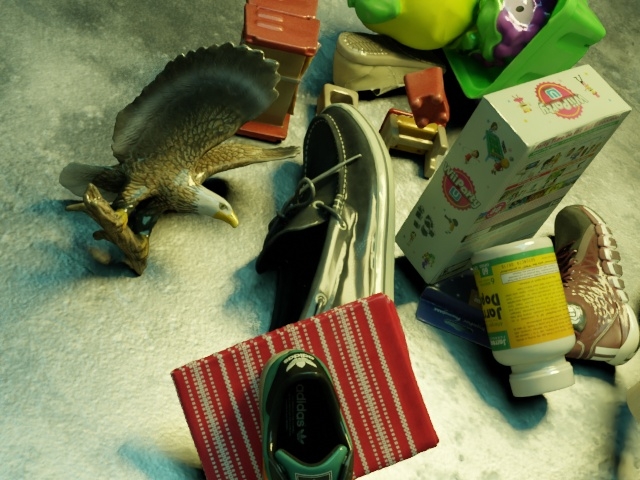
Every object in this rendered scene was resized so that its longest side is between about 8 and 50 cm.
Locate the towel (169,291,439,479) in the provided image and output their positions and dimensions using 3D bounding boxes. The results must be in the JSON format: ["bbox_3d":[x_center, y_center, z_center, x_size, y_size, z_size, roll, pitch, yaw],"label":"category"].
[{"bbox_3d":[-0.014,0.194,1.068,0.275,0.031,0.198,-19,90,-7],"label":"towel"}]

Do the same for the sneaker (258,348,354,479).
[{"bbox_3d":[-0.015,0.270,0.987,0.108,0.121,0.302,-8,87,-7],"label":"sneaker"}]

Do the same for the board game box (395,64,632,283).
[{"bbox_3d":[0.264,-0.088,1.292,0.224,0.303,0.097,-20,64,-35],"label":"board game box"}]

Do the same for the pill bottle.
[{"bbox_3d":[0.289,0.107,1.283,0.118,0.118,0.208,-10,84,-28],"label":"pill bottle"}]

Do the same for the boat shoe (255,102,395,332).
[{"bbox_3d":[0.000,0.000,1.248,0.156,0.187,0.500,14,54,-19],"label":"boat shoe"}]

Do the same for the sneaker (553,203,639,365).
[{"bbox_3d":[0.373,0.058,1.404,0.163,0.106,0.281,1,53,-17],"label":"sneaker"}]

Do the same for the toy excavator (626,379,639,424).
[{"bbox_3d":[0.590,0.105,1.355,0.446,0.222,0.432,6,50,-22],"label":"toy excavator"}]

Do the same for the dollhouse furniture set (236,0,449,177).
[{"bbox_3d":[0.039,-0.255,1.455,0.374,0.201,0.152,11,49,-13],"label":"dollhouse furniture set"}]

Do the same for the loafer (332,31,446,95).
[{"bbox_3d":[0.113,-0.306,1.607,0.269,0.092,0.102,-3,48,-44],"label":"loafer"}]

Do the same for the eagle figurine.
[{"bbox_3d":[-0.179,-0.101,1.227,0.225,0.226,0.298,43,71,-19],"label":"eagle figurine"}]

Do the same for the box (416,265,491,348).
[{"bbox_3d":[0.231,0.051,1.397,0.137,0.036,0.225,22,49,-4],"label":"box"}]

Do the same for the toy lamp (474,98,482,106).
[{"bbox_3d":[0.310,-0.320,1.705,0.080,0.080,0.274,8,48,-16],"label":"toy lamp"}]

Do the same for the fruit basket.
[{"bbox_3d":[0.248,-0.431,1.560,0.392,0.283,0.392,27,38,-23],"label":"fruit basket"}]
